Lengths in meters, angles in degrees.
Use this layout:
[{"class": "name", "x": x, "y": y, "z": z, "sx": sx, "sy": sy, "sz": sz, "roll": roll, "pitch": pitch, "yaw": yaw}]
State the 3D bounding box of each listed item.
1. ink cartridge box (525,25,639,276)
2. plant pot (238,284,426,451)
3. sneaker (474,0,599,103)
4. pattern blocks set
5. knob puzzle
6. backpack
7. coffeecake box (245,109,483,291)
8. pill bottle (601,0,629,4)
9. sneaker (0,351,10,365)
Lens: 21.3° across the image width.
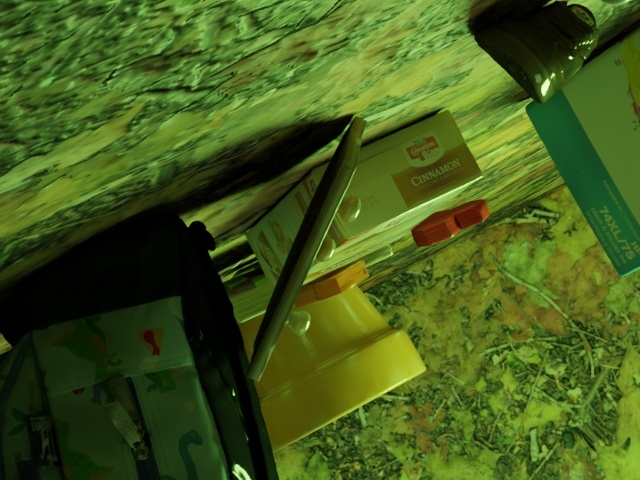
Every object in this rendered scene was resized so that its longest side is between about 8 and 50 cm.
[{"class": "ink cartridge box", "x": 0.379, "y": -0.126, "z": 1.602, "sx": 0.198, "sy": 0.197, "sz": 0.270, "roll": -25, "pitch": 173, "yaw": -36}, {"class": "plant pot", "x": -0.013, "y": 0.112, "z": 1.928, "sx": 0.205, "sy": 0.188, "sz": 0.205, "roll": -28, "pitch": 175, "yaw": -2}, {"class": "sneaker", "x": 0.153, "y": -0.139, "z": 1.162, "sx": 0.071, "sy": 0.066, "sz": 0.188, "roll": -46, "pitch": 177, "yaw": 8}, {"class": "pattern blocks set", "x": -0.021, "y": 0.030, "z": 1.671, "sx": 0.325, "sy": 0.026, "sz": 0.285, "roll": -25, "pitch": -171, "yaw": -23}, {"class": "knob puzzle", "x": 0.000, "y": 0.000, "z": 1.245, "sx": 0.213, "sy": 0.030, "sz": 0.213, "roll": -157, "pitch": -90, "yaw": -87}, {"class": "backpack", "x": -0.132, "y": 0.197, "z": 1.248, "sx": 0.273, "sy": 0.355, "sz": 0.290, "roll": -26, "pitch": 175, "yaw": -11}, {"class": "coffeecake box", "x": 0.034, "y": -0.030, "z": 1.470, "sx": 0.142, "sy": 0.068, "sz": 0.185, "roll": -25, "pitch": 173, "yaw": -25}, {"class": "pill bottle", "x": 0.207, "y": -0.179, "z": 1.063, "sx": 0.083, "sy": 0.043, "sz": 0.043, "roll": -24, "pitch": 173, "yaw": -31}, {"class": "sneaker", "x": -0.294, "y": 0.188, "z": 1.544, "sx": 0.295, "sy": 0.124, "sz": 0.178, "roll": -18, "pitch": 167, "yaw": -19}]
